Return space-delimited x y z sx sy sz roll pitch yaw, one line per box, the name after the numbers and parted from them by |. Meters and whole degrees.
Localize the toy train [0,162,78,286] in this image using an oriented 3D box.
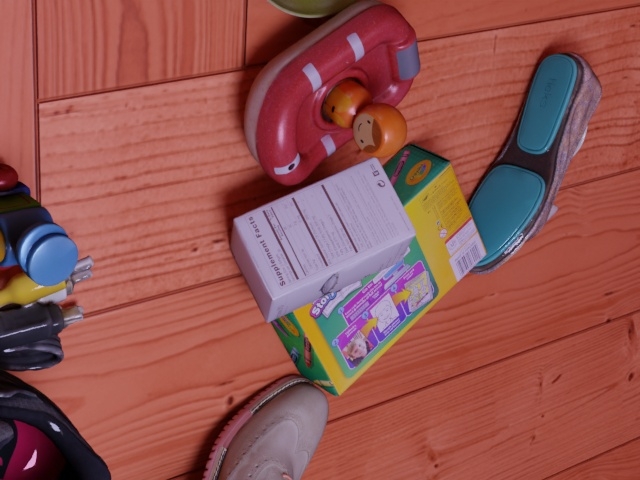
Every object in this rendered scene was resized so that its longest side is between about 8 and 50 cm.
-0.357 0.010 1.273 0.248 0.143 0.105 -13 118 -37 | toy train

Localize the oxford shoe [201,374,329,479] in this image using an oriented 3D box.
-0.068 0.324 1.621 0.397 0.146 0.140 -59 136 -34 | oxford shoe

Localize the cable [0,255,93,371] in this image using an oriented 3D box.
-0.362 0.091 1.390 0.287 0.072 0.139 -11 146 -23 | cable

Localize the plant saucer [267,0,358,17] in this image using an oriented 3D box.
-0.003 -0.359 1.479 0.241 0.037 0.241 -18 121 -33 | plant saucer

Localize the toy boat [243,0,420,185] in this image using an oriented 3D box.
0.033 -0.143 1.516 0.231 0.151 0.151 -37 146 -15 | toy boat

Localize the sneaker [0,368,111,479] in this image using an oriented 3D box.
-0.376 0.150 1.202 0.483 0.202 0.185 22 84 -43 | sneaker

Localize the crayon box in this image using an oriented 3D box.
0.066 0.035 1.700 0.278 0.081 0.165 -42 132 -18 | crayon box

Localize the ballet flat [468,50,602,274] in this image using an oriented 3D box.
0.286 -0.090 1.821 0.106 0.107 0.316 22 96 -52 | ballet flat

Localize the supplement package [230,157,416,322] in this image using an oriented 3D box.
0.000 0.000 1.555 0.179 0.105 0.105 -24 167 -12 | supplement package
